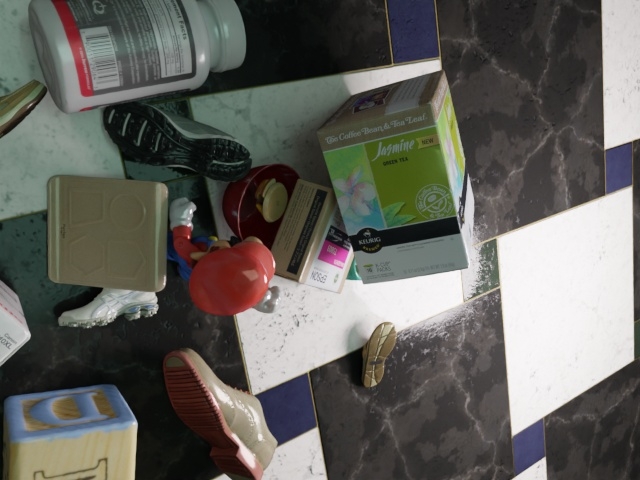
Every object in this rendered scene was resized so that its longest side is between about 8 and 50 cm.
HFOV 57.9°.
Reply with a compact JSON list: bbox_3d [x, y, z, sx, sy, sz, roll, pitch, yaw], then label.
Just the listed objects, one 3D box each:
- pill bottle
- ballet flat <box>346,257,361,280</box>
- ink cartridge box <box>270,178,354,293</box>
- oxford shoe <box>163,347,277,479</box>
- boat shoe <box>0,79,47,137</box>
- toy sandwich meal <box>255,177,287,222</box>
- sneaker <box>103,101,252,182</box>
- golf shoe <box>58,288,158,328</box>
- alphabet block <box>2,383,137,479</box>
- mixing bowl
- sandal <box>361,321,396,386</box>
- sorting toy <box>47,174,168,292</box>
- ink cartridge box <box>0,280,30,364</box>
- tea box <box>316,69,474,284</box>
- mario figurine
[{"bbox_3d":[-0.293,-0.327,0.963,0.318,0.176,0.176,-20,109,-28],"label":"pill bottle"},{"bbox_3d":[0.151,0.027,1.357,0.247,0.087,0.083,-30,113,-25],"label":"ballet flat"},{"bbox_3d":[0.000,0.000,1.196,0.235,0.088,0.193,25,84,-66],"label":"ink cartridge box"},{"bbox_3d":[-0.203,0.346,1.201,0.130,0.123,0.348,-48,122,-46],"label":"oxford shoe"},{"bbox_3d":[-0.524,-0.199,0.913,0.072,0.068,0.190,47,74,-17],"label":"boat shoe"},{"bbox_3d":[-0.093,-0.074,1.084,0.085,0.029,0.085,-42,140,-47],"label":"toy sandwich meal"},{"bbox_3d":[-0.262,-0.183,1.066,0.271,0.108,0.100,19,107,-18],"label":"sneaker"},{"bbox_3d":[-0.391,0.112,1.062,0.176,0.069,0.086,-9,83,-33],"label":"golf shoe"},{"bbox_3d":[-0.436,0.382,0.998,0.193,0.192,0.197,1,97,-30],"label":"alphabet block"},{"bbox_3d":[-0.127,-0.072,1.146,0.181,0.098,0.181,-24,124,-43],"label":"mixing bowl"},{"bbox_3d":[0.133,0.275,1.419,0.072,0.049,0.180,3,112,-27],"label":"sandal"},{"bbox_3d":[-0.369,-0.013,1.010,0.208,0.038,0.193,4,98,5],"label":"sorting toy"},{"bbox_3d":[-0.537,0.089,0.851,0.100,0.237,0.172,-46,119,-17],"label":"ink cartridge box"},{"bbox_3d":[0.171,-0.139,1.173,0.329,0.220,0.323,-61,135,-60],"label":"tea box"},{"bbox_3d":[-0.169,0.027,1.019,0.198,0.320,0.170,11,93,-33],"label":"mario figurine"}]
